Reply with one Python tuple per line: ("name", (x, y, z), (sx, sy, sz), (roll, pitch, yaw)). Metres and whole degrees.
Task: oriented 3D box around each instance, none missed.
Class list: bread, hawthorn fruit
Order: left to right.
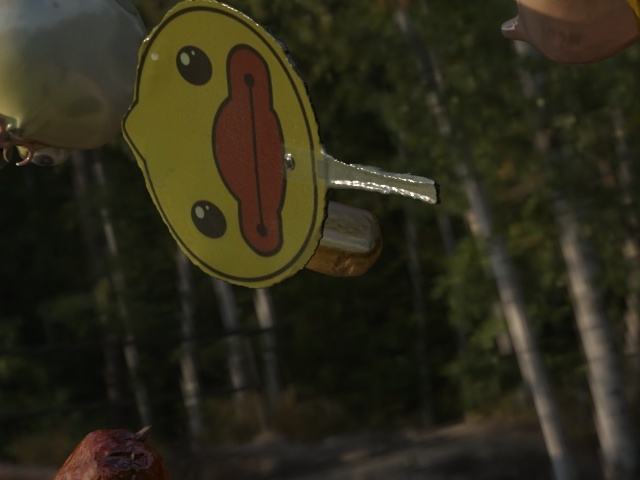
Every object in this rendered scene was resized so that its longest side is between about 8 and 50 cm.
("hawthorn fruit", (-0.288, 0.347, 2.266), (0.174, 0.179, 0.173), (-7, 14, 2))
("bread", (0.000, 0.000, 1.584), (0.115, 0.082, 0.056), (11, -54, -6))

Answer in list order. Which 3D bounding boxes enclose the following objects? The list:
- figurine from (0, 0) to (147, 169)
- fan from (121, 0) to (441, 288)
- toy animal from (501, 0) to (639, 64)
("figurine", (-0.346, -0.131, 1.571), (0.394, 0.274, 0.226), (-37, -57, 13))
("fan", (-0.042, -0.065, 1.232), (0.335, 0.229, 0.011), (13, 27, 41))
("toy animal", (0.286, -0.247, 1.562), (0.248, 0.165, 0.149), (-15, 5, 26))
